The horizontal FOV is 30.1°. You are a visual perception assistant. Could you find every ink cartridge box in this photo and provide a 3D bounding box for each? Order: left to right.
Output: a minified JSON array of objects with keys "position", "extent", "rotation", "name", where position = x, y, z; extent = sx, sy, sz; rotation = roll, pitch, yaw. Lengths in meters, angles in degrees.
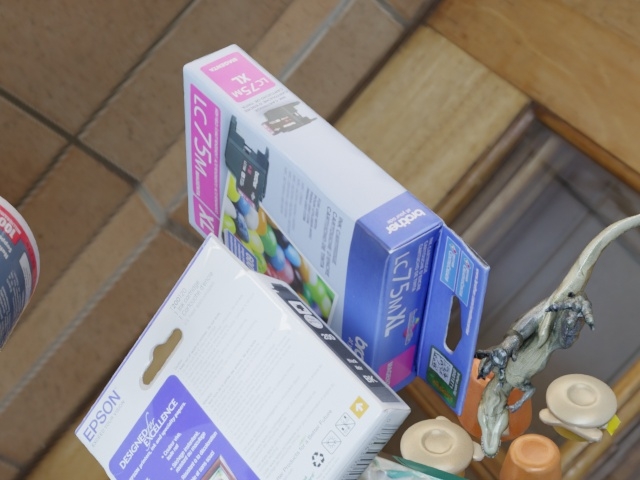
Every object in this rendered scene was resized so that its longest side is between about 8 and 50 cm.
[{"position":[-0.066,0.135,0.883],"extent":[0.206,0.208,0.045],"rotation":[-54,148,13],"name":"ink cartridge box"},{"position":[0.000,0.000,0.952],"extent":[0.065,0.311,0.185],"rotation":[-30,145,-29],"name":"ink cartridge box"}]

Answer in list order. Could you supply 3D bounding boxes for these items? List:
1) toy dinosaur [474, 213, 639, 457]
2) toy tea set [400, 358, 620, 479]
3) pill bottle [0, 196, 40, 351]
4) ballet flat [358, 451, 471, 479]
[{"position":[0.188,0.073,0.988],"extent":[0.268,0.064,0.118],"rotation":[-55,165,18],"name":"toy dinosaur"},{"position":[0.208,0.273,1.435],"extent":[0.336,0.200,0.124],"rotation":[-40,143,-37],"name":"toy tea set"},{"position":[-0.234,0.047,0.674],"extent":[0.108,0.180,0.107],"rotation":[1,118,3],"name":"pill bottle"},{"position":[0.035,0.237,1.058],"extent":[0.409,0.147,0.147],"rotation":[22,112,2],"name":"ballet flat"}]
